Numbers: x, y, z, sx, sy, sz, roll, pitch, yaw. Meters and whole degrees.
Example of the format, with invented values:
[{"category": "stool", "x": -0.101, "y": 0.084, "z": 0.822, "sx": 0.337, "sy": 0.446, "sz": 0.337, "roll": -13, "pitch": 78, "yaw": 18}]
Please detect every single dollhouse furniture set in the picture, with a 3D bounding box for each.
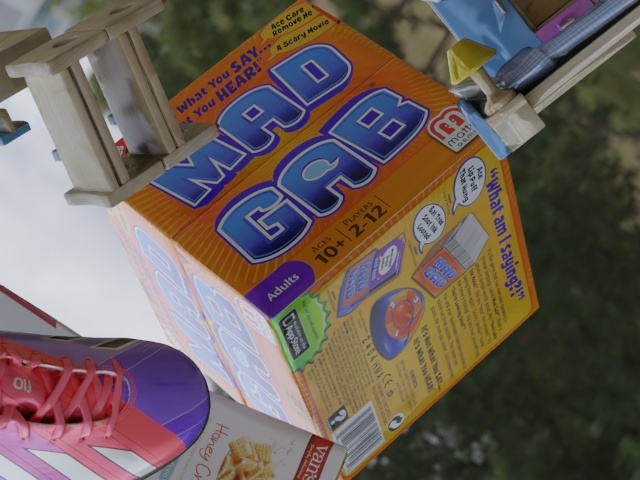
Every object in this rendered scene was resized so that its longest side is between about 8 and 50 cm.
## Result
[{"category": "dollhouse furniture set", "x": 0.201, "y": -0.237, "z": 1.472, "sx": 0.198, "sy": 0.286, "sz": 0.303, "roll": 51, "pitch": -172, "yaw": -2}, {"category": "dollhouse furniture set", "x": -0.204, "y": -0.117, "z": 1.457, "sx": 0.184, "sy": 0.129, "sz": 0.129, "roll": 4, "pitch": 123, "yaw": 49}]

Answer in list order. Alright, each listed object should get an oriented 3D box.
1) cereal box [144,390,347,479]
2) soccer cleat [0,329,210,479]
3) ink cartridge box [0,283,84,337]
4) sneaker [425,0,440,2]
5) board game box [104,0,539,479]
[{"category": "cereal box", "x": -0.110, "y": 0.269, "z": 1.965, "sx": 0.240, "sy": 0.173, "sz": 0.047, "roll": 21, "pitch": 161, "yaw": 9}, {"category": "soccer cleat", "x": -0.198, "y": 0.099, "z": 1.059, "sx": 0.318, "sy": 0.108, "sz": 0.116, "roll": 0, "pitch": 154, "yaw": -30}, {"category": "ink cartridge box", "x": -0.220, "y": 0.096, "z": 1.406, "sx": 0.109, "sy": 0.063, "sz": 0.150, "roll": 32, "pitch": 173, "yaw": 5}, {"category": "sneaker", "x": 0.131, "y": -0.214, "z": 1.018, "sx": 0.121, "sy": 0.217, "sz": 0.079, "roll": 11, "pitch": -132, "yaw": -4}, {"category": "board game box", "x": 0.000, "y": 0.000, "z": 2.130, "sx": 0.356, "sy": 0.356, "sz": 0.356, "roll": 37, "pitch": 158, "yaw": 36}]
